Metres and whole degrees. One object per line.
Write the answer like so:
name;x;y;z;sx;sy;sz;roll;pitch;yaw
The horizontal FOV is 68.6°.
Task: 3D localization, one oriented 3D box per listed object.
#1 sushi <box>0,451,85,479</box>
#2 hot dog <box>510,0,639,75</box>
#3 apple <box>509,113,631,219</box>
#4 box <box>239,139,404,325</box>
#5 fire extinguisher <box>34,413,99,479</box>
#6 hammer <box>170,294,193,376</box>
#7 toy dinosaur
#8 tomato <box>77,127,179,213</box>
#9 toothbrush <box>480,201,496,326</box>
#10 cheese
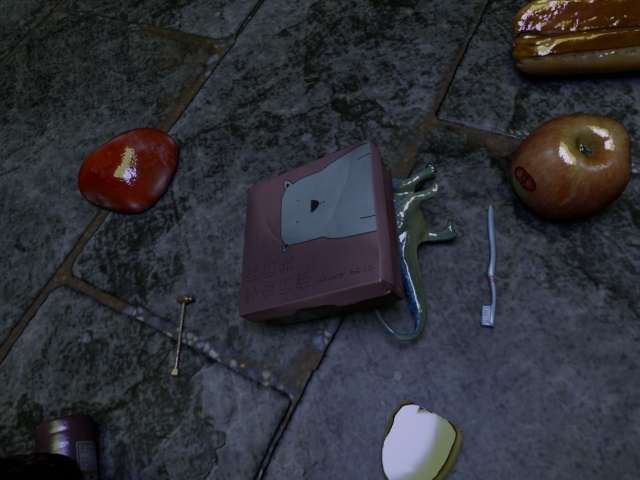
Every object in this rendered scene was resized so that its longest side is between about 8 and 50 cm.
sushi;-0.389;0.348;0.464;0.349;0.208;0.234;-37;51;24
hot dog;0.486;-0.330;0.756;0.338;0.100;0.135;-1;71;12
apple;0.344;-0.103;0.645;0.147;0.131;0.146;-2;66;5
box;0.000;0.000;0.649;0.215;0.086;0.215;-18;57;28
fire extinguisher;-0.303;0.330;0.568;0.071;0.099;0.231;0;53;-33
hammer;-0.208;0.140;0.698;0.029;0.014;0.122;-9;64;17
toy dinosaur;0.119;-0.037;0.691;0.147;0.076;0.362;-26;57;17
tomato;-0.349;-0.141;0.834;0.167;0.082;0.174;17;69;20
toothbrush;0.240;0.029;0.663;0.019;0.013;0.193;1;63;22
cheese;0.099;0.277;0.548;0.086;0.036;0.162;24;70;19
